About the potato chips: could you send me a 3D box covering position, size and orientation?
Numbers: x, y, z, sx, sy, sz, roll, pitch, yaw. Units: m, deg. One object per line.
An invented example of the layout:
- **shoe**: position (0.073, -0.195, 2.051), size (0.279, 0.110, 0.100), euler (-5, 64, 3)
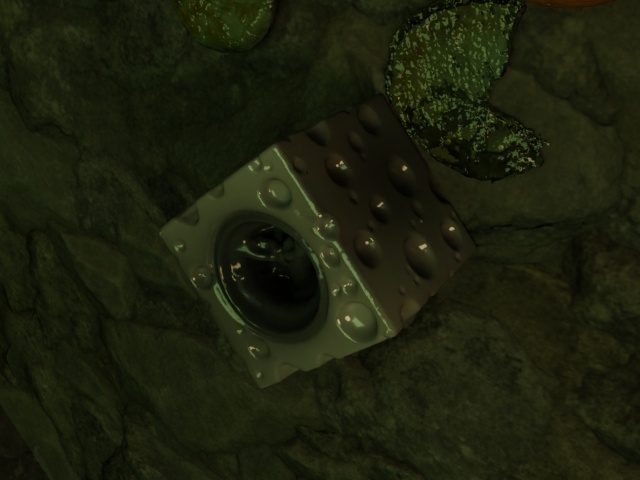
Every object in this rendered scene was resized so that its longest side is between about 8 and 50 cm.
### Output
- **potato chips**: position (0.170, -0.171, 0.838), size (0.202, 0.029, 0.219), euler (-16, 101, 40)

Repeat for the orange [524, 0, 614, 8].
- **orange**: position (0.207, -0.315, 0.589), size (0.246, 0.246, 0.246), euler (16, 121, 28)

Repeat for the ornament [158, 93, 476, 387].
- **ornament**: position (0.000, 0.000, 0.901), size (0.240, 0.240, 0.239), euler (-29, 94, 41)

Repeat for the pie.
- **pie**: position (-0.130, -0.337, 0.951), size (0.187, 0.041, 0.186), euler (16, 122, 28)
